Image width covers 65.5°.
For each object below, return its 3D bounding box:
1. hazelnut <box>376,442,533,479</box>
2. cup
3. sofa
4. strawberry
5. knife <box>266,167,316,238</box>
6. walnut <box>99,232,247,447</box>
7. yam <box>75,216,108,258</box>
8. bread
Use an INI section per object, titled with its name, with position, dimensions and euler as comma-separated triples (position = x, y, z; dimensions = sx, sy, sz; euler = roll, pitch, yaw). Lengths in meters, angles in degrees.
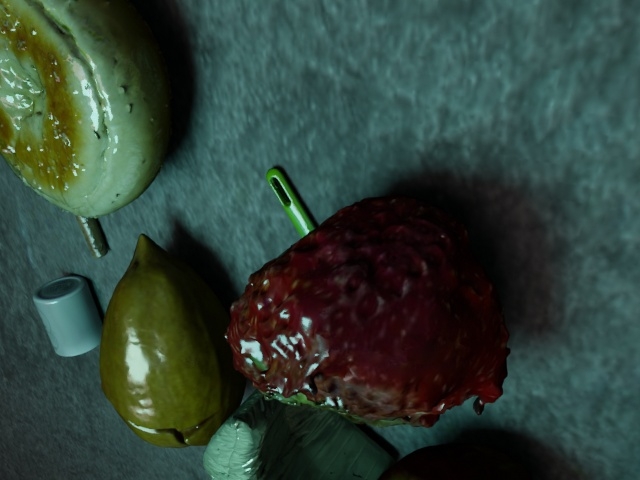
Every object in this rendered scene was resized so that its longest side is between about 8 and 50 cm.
[hazelnut]
position = 0.154, 0.347, 0.580
dimensions = 0.229, 0.229, 0.230
euler = 17, 124, 26
[cup]
position = -0.509, 0.146, 0.991
dimensions = 0.135, 0.099, 0.133
euler = 10, 122, 29
[sofa]
position = -0.007, 0.273, 0.649
dimensions = 0.225, 0.210, 0.176
euler = 44, 131, 9
[strawberry]
position = 0.050, 0.067, 0.494
dimensions = 0.273, 0.221, 0.274
euler = 13, 163, 4
[knife]
position = -0.001, 0.000, 0.609
dimensions = 0.054, 0.015, 0.212
euler = -26, 99, 41
[walnut]
position = -0.225, 0.151, 0.737
dimensions = 0.208, 0.209, 0.337
euler = 0, 108, 35
[yam]
position = -0.404, -0.039, 0.856
dimensions = 0.032, 0.032, 0.146
euler = 4, 117, 33
[bread]
position = -0.302, -0.182, 0.617
dimensions = 0.305, 0.159, 0.306
euler = 15, 124, 23
